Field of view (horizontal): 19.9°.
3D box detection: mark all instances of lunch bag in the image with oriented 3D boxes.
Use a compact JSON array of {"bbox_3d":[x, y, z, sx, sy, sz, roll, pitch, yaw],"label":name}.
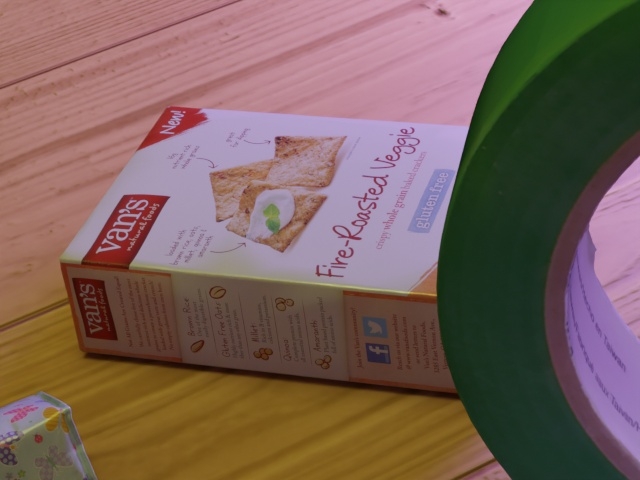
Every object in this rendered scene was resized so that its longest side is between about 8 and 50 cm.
[{"bbox_3d":[-0.150,0.106,0.857,0.071,0.053,0.083,-24,12,-20],"label":"lunch bag"}]

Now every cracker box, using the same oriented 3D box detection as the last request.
[{"bbox_3d":[0.000,0.000,0.964,0.232,0.067,0.155,4,36,18],"label":"cracker box"}]

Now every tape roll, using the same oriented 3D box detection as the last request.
[{"bbox_3d":[0.207,0.012,0.684,0.321,0.321,0.077,2,37,14],"label":"tape roll"}]
